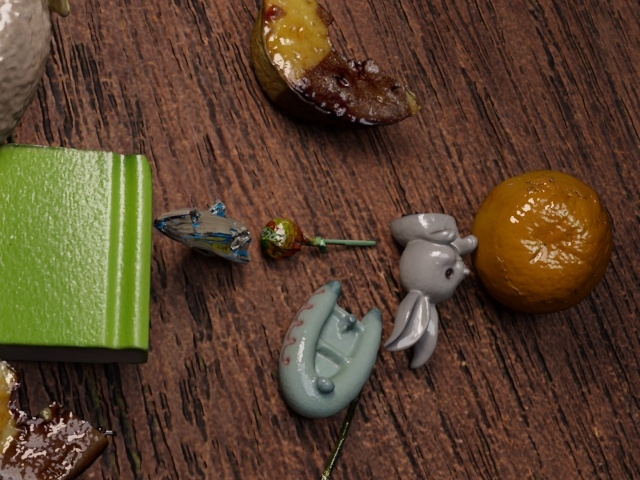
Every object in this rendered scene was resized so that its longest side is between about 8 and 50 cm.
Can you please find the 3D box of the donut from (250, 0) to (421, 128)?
[{"bbox_3d":[-0.009,-0.238,2.040,0.295,0.112,0.151,42,60,-7],"label":"donut"}]

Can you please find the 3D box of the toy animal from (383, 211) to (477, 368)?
[{"bbox_3d":[0.164,0.069,2.007,0.104,0.131,0.221,40,46,-62],"label":"toy animal"}]

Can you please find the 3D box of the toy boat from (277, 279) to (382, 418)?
[{"bbox_3d":[0.017,0.153,1.924,0.134,0.079,0.208,38,56,-14],"label":"toy boat"}]

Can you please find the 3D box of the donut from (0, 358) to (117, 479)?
[{"bbox_3d":[-0.381,0.227,1.674,0.217,0.085,0.141,41,58,-8],"label":"donut"}]

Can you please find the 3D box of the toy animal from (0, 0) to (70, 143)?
[{"bbox_3d":[-0.437,-0.244,1.738,0.188,0.226,0.358,17,64,-22],"label":"toy animal"}]

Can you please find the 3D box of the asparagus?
[{"bbox_3d":[0.031,0.270,1.923,0.016,0.013,0.166,38,58,-23],"label":"asparagus"}]

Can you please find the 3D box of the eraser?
[{"bbox_3d":[-0.316,0.015,1.756,0.210,0.092,0.274,3,68,-5],"label":"eraser"}]

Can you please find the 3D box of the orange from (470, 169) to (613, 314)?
[{"bbox_3d":[0.330,0.002,2.078,0.219,0.193,0.219,-3,110,-8],"label":"orange"}]

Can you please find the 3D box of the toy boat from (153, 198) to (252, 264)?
[{"bbox_3d":[-0.162,-0.013,1.840,0.084,0.066,0.210,47,17,23],"label":"toy boat"}]

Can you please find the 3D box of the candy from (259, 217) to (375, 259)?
[{"bbox_3d":[0.000,0.000,1.996,0.201,0.060,0.060,4,69,-35],"label":"candy"}]
